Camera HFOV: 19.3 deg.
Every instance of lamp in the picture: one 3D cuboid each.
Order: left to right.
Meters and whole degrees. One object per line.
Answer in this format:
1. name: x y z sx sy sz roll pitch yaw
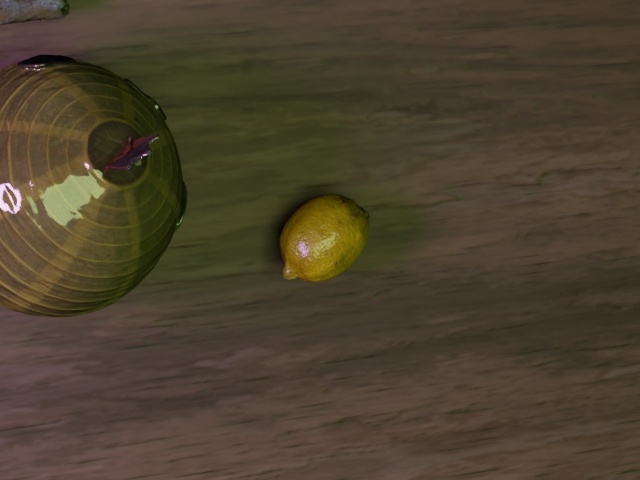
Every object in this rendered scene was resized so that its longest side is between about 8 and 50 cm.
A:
1. lamp: -0.238 -0.055 1.754 0.250 0.284 0.250 10 72 -33

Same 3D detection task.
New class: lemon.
1. lemon: 0.000 0.000 1.961 0.111 0.082 0.082 -39 110 -9

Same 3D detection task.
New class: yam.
1. yam: -0.331 -0.239 1.801 0.179 0.078 0.078 -11 104 -18
